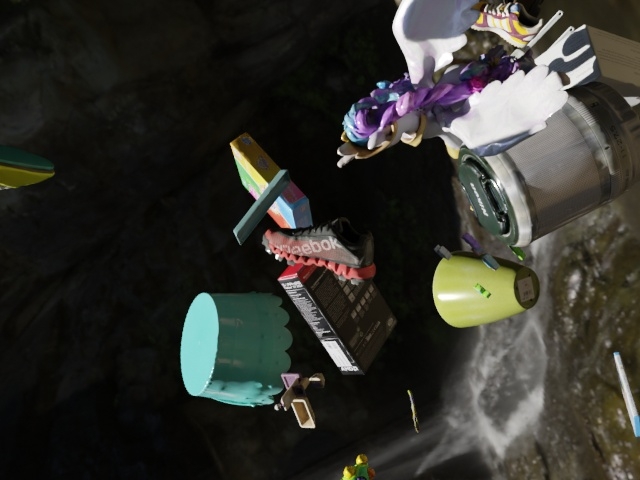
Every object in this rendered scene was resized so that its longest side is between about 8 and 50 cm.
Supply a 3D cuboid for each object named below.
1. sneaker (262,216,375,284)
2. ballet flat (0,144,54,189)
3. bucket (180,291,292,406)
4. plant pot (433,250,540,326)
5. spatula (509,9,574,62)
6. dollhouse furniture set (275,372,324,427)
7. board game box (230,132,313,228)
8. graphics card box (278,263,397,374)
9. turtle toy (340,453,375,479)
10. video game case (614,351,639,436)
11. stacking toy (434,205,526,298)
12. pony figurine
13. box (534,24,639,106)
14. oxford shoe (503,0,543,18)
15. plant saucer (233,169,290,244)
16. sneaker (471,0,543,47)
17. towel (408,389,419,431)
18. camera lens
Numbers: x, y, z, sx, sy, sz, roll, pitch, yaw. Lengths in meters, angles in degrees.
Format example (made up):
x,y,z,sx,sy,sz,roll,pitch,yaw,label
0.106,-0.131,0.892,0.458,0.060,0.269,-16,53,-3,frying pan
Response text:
x,y,z,sx,sy,sz,roll,pitch,yaw,label
0.000,0.000,1.561,0.097,0.276,0.135,-40,-38,-62,sneaker
-0.485,-0.104,0.944,0.231,0.077,0.077,16,-163,-48,ballet flat
-0.208,0.253,1.646,0.183,0.281,0.281,10,-133,-29,bucket
0.585,0.164,2.345,0.274,0.293,0.275,3,-96,-36,plant pot
0.684,-0.565,2.095,0.168,0.242,0.019,36,-158,-18,spatula
-0.031,0.309,1.249,0.081,0.091,0.114,-49,-54,-53,dollhouse furniture set
-0.145,-0.153,2.136,0.316,0.064,0.242,48,165,24,board game box
0.058,0.172,1.966,0.371,0.094,0.233,56,-133,-20,graphics card box
0.082,0.576,1.629,0.066,0.095,0.130,34,-140,25,turtle toy
0.733,0.366,1.645,0.119,0.015,0.166,57,-155,-46,video game case
0.431,0.030,1.841,0.221,0.167,0.052,43,177,-14,stacking toy
0.221,-0.242,1.131,0.363,0.351,0.303,-17,-109,-50,pony figurine
0.528,-0.315,1.378,0.180,0.182,0.119,3,-112,-33,box
0.475,-0.575,1.582,0.096,0.227,0.083,29,162,4,oxford shoe
-0.133,-0.078,1.557,0.018,0.192,0.067,32,165,14,plant saucer
0.390,-0.490,1.490,0.084,0.185,0.070,128,160,-67,sneaker
0.216,0.395,1.597,0.083,0.009,0.060,-95,-9,-53,towel
0.400,-0.133,1.223,0.219,0.274,0.219,63,177,7,camera lens
